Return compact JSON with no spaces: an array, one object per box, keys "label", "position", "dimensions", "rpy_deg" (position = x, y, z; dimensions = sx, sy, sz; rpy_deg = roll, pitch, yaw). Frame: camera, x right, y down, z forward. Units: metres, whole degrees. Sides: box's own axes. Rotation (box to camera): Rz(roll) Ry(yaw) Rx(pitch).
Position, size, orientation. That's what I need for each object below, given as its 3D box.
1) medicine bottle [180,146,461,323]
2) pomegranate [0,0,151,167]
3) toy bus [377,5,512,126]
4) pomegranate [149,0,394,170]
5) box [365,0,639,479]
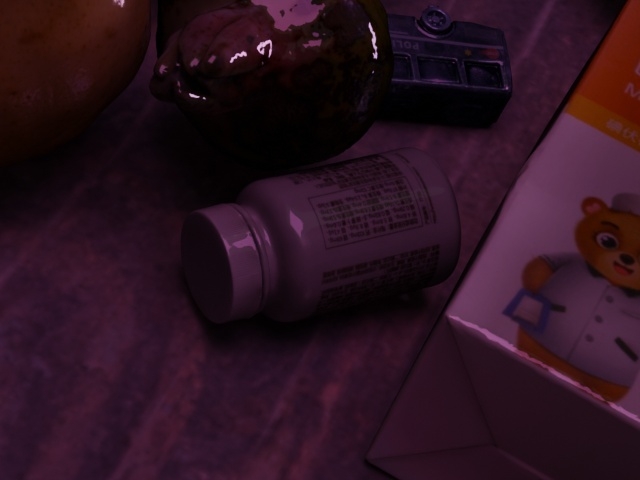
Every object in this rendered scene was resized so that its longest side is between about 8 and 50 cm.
[{"label":"medicine bottle","position":[0.000,0.000,1.074],"dimensions":[0.140,0.079,0.079],"rpy_deg":[-14,59,-27]},{"label":"pomegranate","position":[-0.189,-0.137,1.048],"dimensions":[0.207,0.207,0.207],"rpy_deg":[9,51,-12]},{"label":"toy bus","position":[0.032,-0.106,1.190],"dimensions":[0.166,0.047,0.065],"rpy_deg":[3,56,-17]},{"label":"pomegranate","position":[-0.027,-0.105,1.058],"dimensions":[0.125,0.163,0.138],"rpy_deg":[-29,89,4]},{"label":"box","position":[0.203,0.022,1.087],"dimensions":[0.225,0.143,0.341],"rpy_deg":[30,48,5]}]
